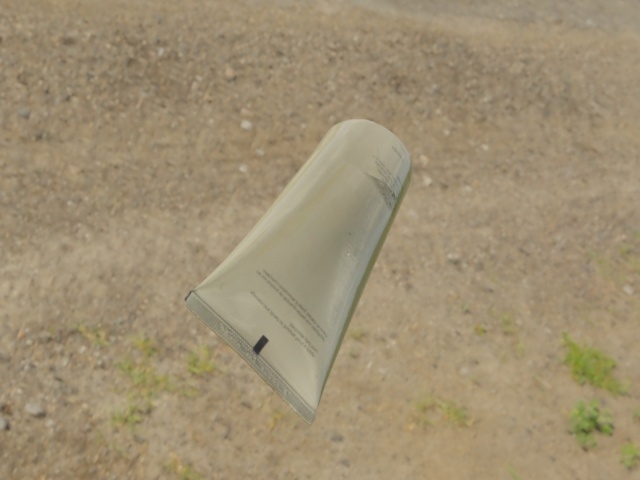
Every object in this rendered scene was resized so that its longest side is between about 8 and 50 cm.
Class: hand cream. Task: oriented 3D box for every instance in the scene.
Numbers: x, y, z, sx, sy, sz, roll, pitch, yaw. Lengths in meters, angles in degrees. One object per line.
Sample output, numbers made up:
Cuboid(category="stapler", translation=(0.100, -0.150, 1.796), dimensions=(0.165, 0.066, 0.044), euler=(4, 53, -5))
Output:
Cuboid(category="hand cream", translation=(0.000, 0.000, 0.559), dimensions=(0.087, 0.054, 0.186), euler=(47, 44, -17))
